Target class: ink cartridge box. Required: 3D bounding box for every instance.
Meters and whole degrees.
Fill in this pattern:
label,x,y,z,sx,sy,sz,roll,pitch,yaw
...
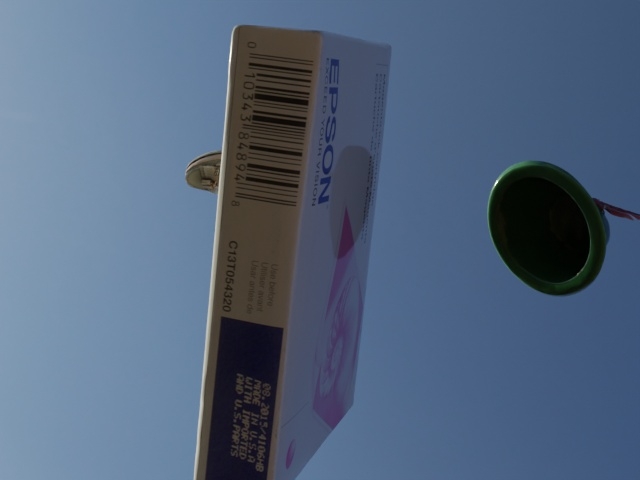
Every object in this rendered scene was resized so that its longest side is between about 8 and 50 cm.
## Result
label,x,y,z,sx,sy,sz,roll,pitch,yaw
ink cartridge box,0.000,0.000,0.753,0.072,0.330,0.324,9,-78,15

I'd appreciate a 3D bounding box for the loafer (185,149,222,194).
label,x,y,z,sx,sy,sz,roll,pitch,yaw
loafer,-0.084,-0.065,0.946,0.125,0.039,0.045,-4,-47,21

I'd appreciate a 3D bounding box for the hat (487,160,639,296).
label,x,y,z,sx,sy,sz,roll,pitch,yaw
hat,0.354,-0.028,1.235,0.208,0.184,0.173,52,-41,23
